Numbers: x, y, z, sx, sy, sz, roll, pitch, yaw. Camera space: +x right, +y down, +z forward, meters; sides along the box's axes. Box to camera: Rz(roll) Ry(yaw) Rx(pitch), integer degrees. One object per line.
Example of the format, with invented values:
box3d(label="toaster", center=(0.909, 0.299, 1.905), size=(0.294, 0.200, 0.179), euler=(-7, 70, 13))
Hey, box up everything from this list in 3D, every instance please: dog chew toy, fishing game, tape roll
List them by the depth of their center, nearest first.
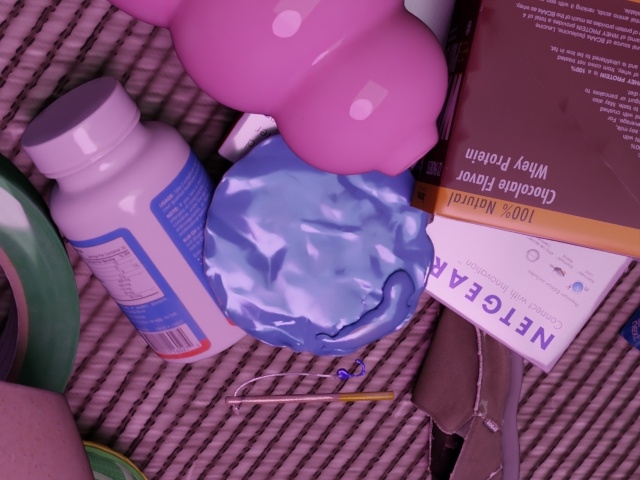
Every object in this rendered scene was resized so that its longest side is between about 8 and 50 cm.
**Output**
box3d(label="dog chew toy", center=(-0.035, -0.186, 0.942), size=(0.207, 0.206, 0.332), euler=(-39, 87, 0))
box3d(label="fishing game", center=(0.000, 0.000, 1.045), size=(0.189, 0.041, 0.264), euler=(-5, 96, -9))
box3d(label="tape roll", center=(-0.357, 0.058, 1.050), size=(0.321, 0.077, 0.321), euler=(-6, 112, -15))

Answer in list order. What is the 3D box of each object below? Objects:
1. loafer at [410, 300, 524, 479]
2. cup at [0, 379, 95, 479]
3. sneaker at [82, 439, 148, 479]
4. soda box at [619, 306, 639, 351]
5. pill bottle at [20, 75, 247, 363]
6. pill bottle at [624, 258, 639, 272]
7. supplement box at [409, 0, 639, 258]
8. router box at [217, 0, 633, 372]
box3d(label="loafer", center=(0.133, 0.140, 1.230), size=(0.087, 0.094, 0.251), euler=(-15, 114, -16))
box3d(label="cup", center=(-0.286, 0.212, 0.945), size=(0.331, 0.331, 0.236), euler=(14, 79, -22))
box3d(label="sneaker", center=(-0.164, 0.295, 1.116), size=(0.109, 0.123, 0.295), euler=(-27, 106, -1))
box3d(label="soda box", center=(0.401, 0.131, 1.326), size=(0.210, 0.071, 0.067), euler=(35, 96, -26))
box3d(label="pill bottle", center=(-0.139, -0.018, 1.064), size=(0.124, 0.124, 0.221), euler=(-34, 117, -3))
box3d(label="pill bottle", center=(0.307, -0.041, 1.206), size=(0.187, 0.112, 0.112), euler=(-34, 117, -4))
box3d(label="supplement box", center=(0.184, -0.096, 0.975), size=(0.191, 0.129, 0.194), euler=(12, 94, -5))
box3d(label="router box", center=(0.137, -0.107, 1.090), size=(0.335, 0.082, 0.301), euler=(33, 98, -8))
